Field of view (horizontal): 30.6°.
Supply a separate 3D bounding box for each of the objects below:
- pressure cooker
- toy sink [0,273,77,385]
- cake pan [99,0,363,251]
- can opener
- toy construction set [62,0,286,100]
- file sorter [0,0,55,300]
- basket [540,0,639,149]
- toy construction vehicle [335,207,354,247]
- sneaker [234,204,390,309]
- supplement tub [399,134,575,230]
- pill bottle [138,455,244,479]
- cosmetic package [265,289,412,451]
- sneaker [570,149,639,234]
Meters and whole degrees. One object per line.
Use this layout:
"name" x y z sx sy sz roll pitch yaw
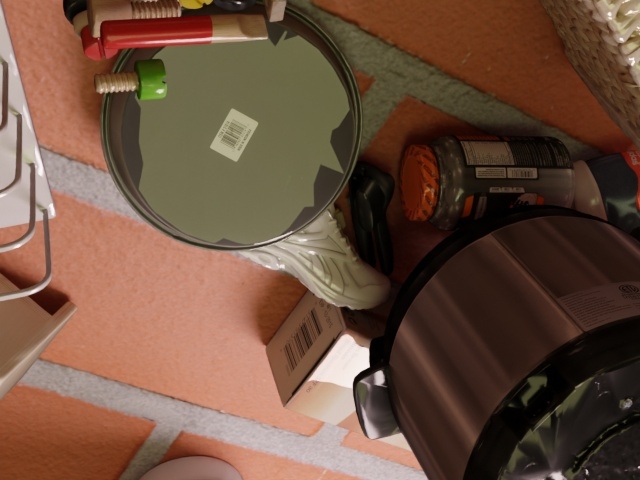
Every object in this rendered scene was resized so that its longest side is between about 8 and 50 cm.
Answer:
"pressure cooker" 0.271 0.160 1.307 0.370 0.420 0.375 26 105 -26
"toy sink" -0.410 0.124 1.359 0.131 0.234 0.153 41 111 -4
"cake pan" -0.092 -0.120 1.276 0.293 0.054 0.293 -3 108 -9
"can opener" 0.060 -0.023 1.446 0.073 0.059 0.186 -50 151 -29
"toy construction set" -0.109 -0.261 1.085 0.237 0.308 0.257 -6 135 -17
"file sorter" -0.395 -0.079 1.204 0.193 0.173 0.277 -11 128 -7
"basket" 0.399 -0.286 1.184 0.328 0.331 0.266 -33 122 9
"toy construction vehicle" -0.013 -0.001 1.460 0.098 0.035 0.085 -22 117 -2
"sneaker" 0.000 0.000 1.395 0.232 0.090 0.115 27 102 -23
"supplement tub" 0.198 -0.069 1.411 0.190 0.117 0.117 -1 126 -15
"pill bottle" -0.150 0.490 1.541 0.229 0.407 0.229 -7 127 -10
"cosmetic package" 0.096 0.176 1.555 0.296 0.129 0.153 22 116 -28
"sneaker" 0.426 0.029 1.537 0.148 0.131 0.350 -20 128 5
